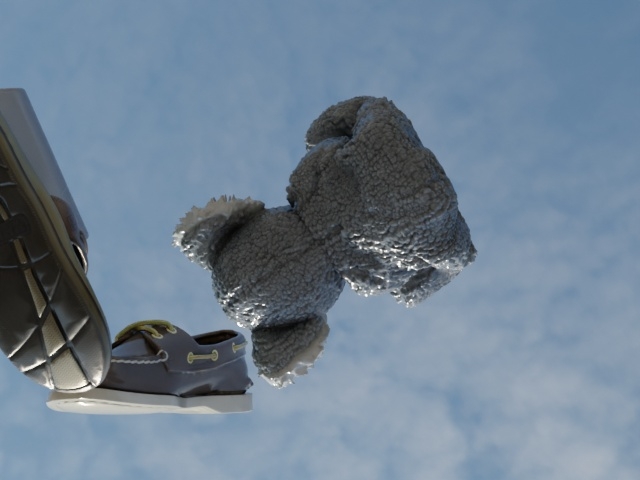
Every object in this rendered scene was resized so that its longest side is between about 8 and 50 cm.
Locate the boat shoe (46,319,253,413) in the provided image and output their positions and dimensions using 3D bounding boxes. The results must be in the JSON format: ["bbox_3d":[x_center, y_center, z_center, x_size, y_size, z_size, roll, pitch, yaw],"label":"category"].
[{"bbox_3d":[-0.171,0.133,1.316,0.116,0.324,0.097,-4,-98,27],"label":"boat shoe"}]

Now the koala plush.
[{"bbox_3d":[0.000,0.000,1.068,0.221,0.203,0.196,-30,-88,-3],"label":"koala plush"}]

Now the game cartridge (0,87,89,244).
[{"bbox_3d":[-0.377,-0.026,1.202,0.062,0.198,0.297,3,-151,47],"label":"game cartridge"}]

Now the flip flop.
[{"bbox_3d":[-0.241,0.000,1.051,0.112,0.080,0.277,-16,-76,30],"label":"flip flop"}]
